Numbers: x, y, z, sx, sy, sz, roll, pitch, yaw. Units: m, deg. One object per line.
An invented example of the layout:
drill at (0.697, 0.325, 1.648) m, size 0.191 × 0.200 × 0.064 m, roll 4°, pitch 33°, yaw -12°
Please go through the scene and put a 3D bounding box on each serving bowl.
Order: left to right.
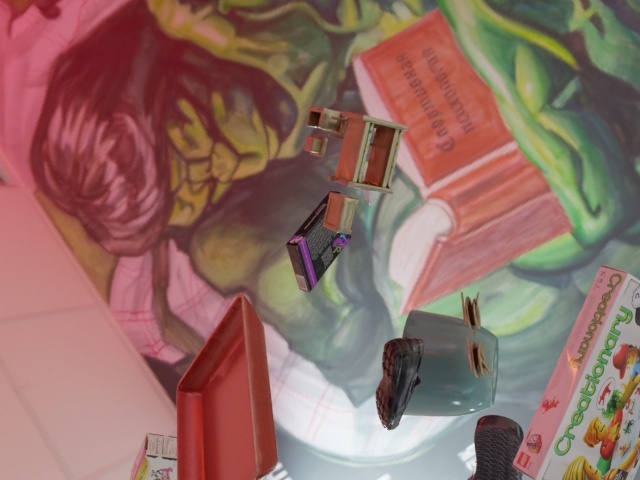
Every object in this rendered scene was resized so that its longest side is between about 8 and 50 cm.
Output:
serving bowl at (0.086, -0.106, 1.238) m, size 0.083 × 0.027 × 0.083 m, roll 161°, pitch 90°, yaw -89°

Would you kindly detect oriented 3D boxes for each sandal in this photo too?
sandal at (0.281, 0.367, 1.107) m, size 0.097 × 0.254 × 0.054 m, roll 13°, pitch -144°, yaw 16°

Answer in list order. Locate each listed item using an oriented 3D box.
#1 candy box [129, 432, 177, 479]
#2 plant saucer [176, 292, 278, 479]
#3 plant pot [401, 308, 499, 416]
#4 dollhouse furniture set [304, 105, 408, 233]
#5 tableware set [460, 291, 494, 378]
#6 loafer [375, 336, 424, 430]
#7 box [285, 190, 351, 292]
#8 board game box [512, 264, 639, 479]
candy box at (-0.343, 0.572, 1.747) m, size 0.233 × 0.159 × 0.071 m, roll 14°, pitch -146°, yaw -19°
plant saucer at (-0.128, 0.247, 0.936) m, size 0.047 × 0.258 × 0.259 m, roll 14°, pitch -137°, yaw -25°
plant pot at (0.356, 0.339, 1.886) m, size 0.293 × 0.235 × 0.293 m, roll 2°, pitch -90°, yaw -71°
dollhouse furniture set at (0.043, -0.114, 1.138) m, size 0.101 × 0.182 × 0.161 m, roll 7°, pitch -169°, yaw -34°
tableware set at (0.371, 0.223, 1.636) m, size 0.128 × 0.039 × 0.194 m, roll 38°, pitch -135°, yaw -60°
loafer at (0.155, 0.278, 1.337) m, size 0.078 × 0.223 × 0.076 m, roll -7°, pitch -145°, yaw -18°
box at (0.000, 0.000, 1.296) m, size 0.162 × 0.029 × 0.116 m, roll -50°, pitch -39°, yaw -35°
board game box at (0.409, 0.211, 0.986) m, size 0.193 × 0.305 × 0.053 m, roll 25°, pitch 178°, yaw -28°
